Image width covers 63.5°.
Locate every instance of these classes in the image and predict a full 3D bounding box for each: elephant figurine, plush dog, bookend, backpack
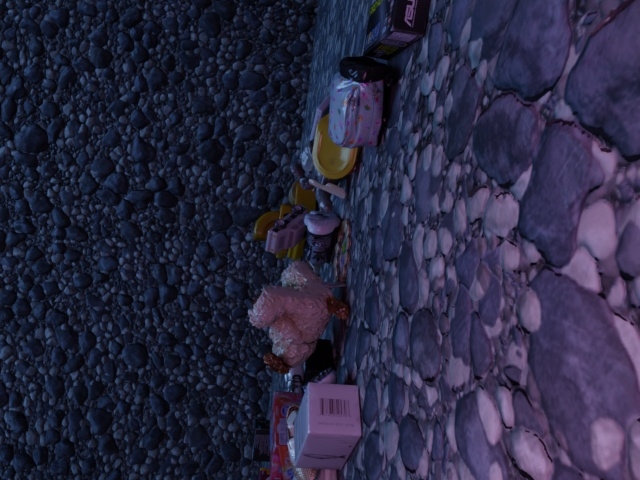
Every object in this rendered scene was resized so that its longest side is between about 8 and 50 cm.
[{"bbox_3d":[0.017,-0.203,1.446,0.186,0.169,0.239,60,174,-15],"label":"elephant figurine"},{"bbox_3d":[-0.051,0.209,1.271,0.262,0.210,0.226,-45,-25,-60],"label":"plush dog"},{"bbox_3d":[-0.015,0.365,1.363,0.157,0.072,0.157,-101,20,-68],"label":"bookend"},{"bbox_3d":[0.080,-0.287,1.096,0.152,0.115,0.182,-111,22,-59],"label":"backpack"}]

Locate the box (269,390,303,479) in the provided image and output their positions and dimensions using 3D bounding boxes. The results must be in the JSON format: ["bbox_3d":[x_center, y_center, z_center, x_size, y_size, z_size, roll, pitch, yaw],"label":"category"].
[{"bbox_3d":[-0.073,0.537,1.424,0.257,0.128,0.123,-111,30,-73],"label":"box"}]

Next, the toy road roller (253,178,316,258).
[{"bbox_3d":[-0.141,-0.091,2.078,0.202,0.240,0.330,144,132,-79],"label":"toy road roller"}]

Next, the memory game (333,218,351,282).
[{"bbox_3d":[0.056,0.033,1.369,0.186,0.012,0.186,-173,90,-82],"label":"memory game"}]

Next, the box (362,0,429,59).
[{"bbox_3d":[0.148,-0.477,0.984,0.270,0.060,0.217,-119,36,-77],"label":"box"}]

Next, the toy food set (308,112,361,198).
[{"bbox_3d":[0.049,-0.228,1.334,0.071,0.128,0.218,-12,-63,-60],"label":"toy food set"}]

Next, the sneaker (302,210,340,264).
[{"bbox_3d":[0.000,0.000,1.487,0.268,0.101,0.153,-76,-7,-81],"label":"sneaker"}]

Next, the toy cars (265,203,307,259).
[{"bbox_3d":[-0.056,-0.013,1.669,0.177,0.087,0.393,-62,-17,1],"label":"toy cars"}]

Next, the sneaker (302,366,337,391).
[{"bbox_3d":[0.011,0.347,1.142,0.086,0.085,0.237,51,162,25],"label":"sneaker"}]

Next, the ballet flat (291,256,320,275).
[{"bbox_3d":[-0.043,0.153,1.729,0.124,0.116,0.343,-52,21,36],"label":"ballet flat"}]

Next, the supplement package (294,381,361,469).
[{"bbox_3d":[0.010,0.378,1.044,0.179,0.105,0.105,104,167,-46],"label":"supplement package"}]

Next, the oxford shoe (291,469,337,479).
[{"bbox_3d":[-0.033,0.581,1.106,0.450,0.129,0.169,-90,9,-50],"label":"oxford shoe"}]

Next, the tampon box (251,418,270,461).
[{"bbox_3d":[-0.136,0.646,1.664,0.120,0.160,0.102,142,135,-81],"label":"tampon box"}]

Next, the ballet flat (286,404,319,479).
[{"bbox_3d":[-0.049,0.446,1.150,0.067,0.073,0.206,53,-174,-23],"label":"ballet flat"}]

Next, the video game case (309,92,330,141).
[{"bbox_3d":[0.028,-0.390,1.595,0.212,0.023,0.193,-57,-8,-34],"label":"video game case"}]

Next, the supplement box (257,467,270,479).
[{"bbox_3d":[-0.190,0.976,1.969,0.081,0.103,0.188,108,166,-52],"label":"supplement box"}]

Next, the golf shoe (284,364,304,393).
[{"bbox_3d":[-0.080,0.500,1.776,0.094,0.077,0.198,151,123,-63],"label":"golf shoe"}]
